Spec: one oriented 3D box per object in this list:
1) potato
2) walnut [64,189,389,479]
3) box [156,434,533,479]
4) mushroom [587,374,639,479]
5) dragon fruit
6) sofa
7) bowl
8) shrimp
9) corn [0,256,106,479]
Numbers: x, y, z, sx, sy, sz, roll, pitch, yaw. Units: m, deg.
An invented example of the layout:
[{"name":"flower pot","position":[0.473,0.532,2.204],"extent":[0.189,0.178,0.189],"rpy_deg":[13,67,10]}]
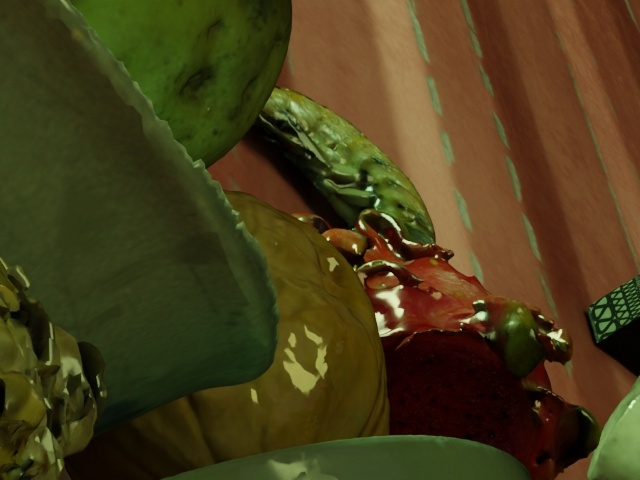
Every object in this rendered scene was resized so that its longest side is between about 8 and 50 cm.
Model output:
[{"name":"potato","position":[-0.118,-0.099,0.685],"extent":[0.228,0.148,0.197],"rpy_deg":[25,16,27]},{"name":"walnut","position":[-0.042,0.054,0.687],"extent":[0.144,0.144,0.180],"rpy_deg":[31,26,-40]},{"name":"box","position":[-0.018,0.173,0.461],"extent":[0.226,0.226,0.149],"rpy_deg":[18,43,-51]},{"name":"mushroom","position":[0.256,0.148,0.917],"extent":[0.254,0.234,0.260],"rpy_deg":[-59,154,-34]},{"name":"dragon fruit","position":[0.036,0.056,0.821],"extent":[0.150,0.133,0.207],"rpy_deg":[27,18,-52]},{"name":"sofa","position":[0.257,0.075,1.266],"extent":[0.118,0.060,0.039],"rpy_deg":[36,34,-34]},{"name":"bowl","position":[-0.172,-0.018,0.491],"extent":[0.313,0.146,0.313],"rpy_deg":[37,-18,14]},{"name":"shrimp","position":[0.000,0.000,0.941],"extent":[0.198,0.051,0.262],"rpy_deg":[23,35,-37]},{"name":"corn","position":[-0.192,0.058,0.314],"extent":[0.318,0.115,0.115],"rpy_deg":[-9,58,-22]}]
